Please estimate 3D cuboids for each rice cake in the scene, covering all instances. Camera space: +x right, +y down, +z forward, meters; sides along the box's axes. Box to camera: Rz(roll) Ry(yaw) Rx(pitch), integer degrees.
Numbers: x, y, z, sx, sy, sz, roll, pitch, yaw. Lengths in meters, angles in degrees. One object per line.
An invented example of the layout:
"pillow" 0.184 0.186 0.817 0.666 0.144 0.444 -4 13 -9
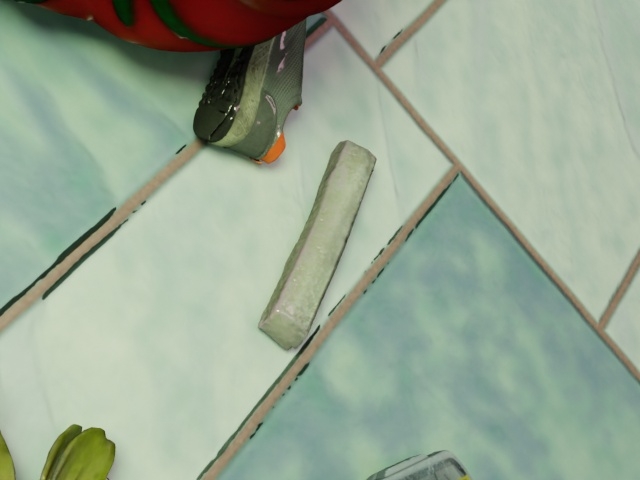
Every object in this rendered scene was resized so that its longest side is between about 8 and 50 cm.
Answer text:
"rice cake" 0.000 0.000 0.782 0.047 0.036 0.207 26 63 -9

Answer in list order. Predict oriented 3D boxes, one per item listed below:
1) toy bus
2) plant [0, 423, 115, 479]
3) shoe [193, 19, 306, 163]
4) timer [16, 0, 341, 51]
"toy bus" 0.045 0.234 0.724 0.190 0.064 0.075 -16 72 -34
"plant" -0.215 0.248 0.489 0.261 0.297 0.306 -38 115 -4
"shoe" -0.045 -0.155 0.786 0.077 0.074 0.194 34 62 -32
"timer" -0.119 -0.307 0.597 0.378 0.378 0.279 15 75 -27
